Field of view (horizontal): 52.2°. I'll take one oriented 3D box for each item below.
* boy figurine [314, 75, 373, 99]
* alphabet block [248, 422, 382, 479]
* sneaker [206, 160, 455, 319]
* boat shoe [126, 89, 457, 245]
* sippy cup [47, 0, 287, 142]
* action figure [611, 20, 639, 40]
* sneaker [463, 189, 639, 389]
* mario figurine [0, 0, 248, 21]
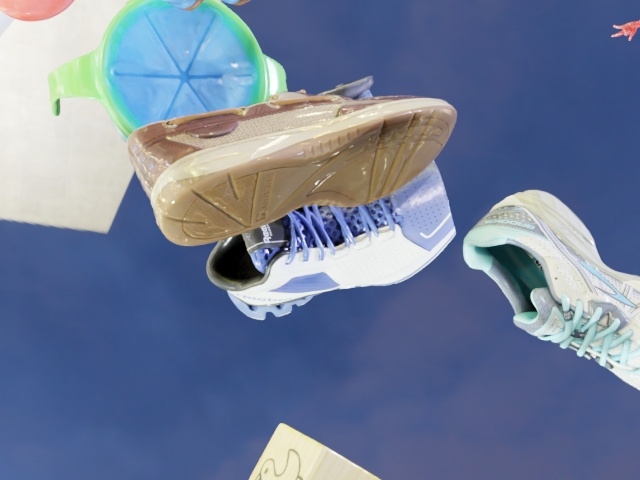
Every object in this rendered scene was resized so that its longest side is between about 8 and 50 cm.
[{"bbox_3d":[0.067,-0.099,0.997,0.092,0.177,0.285,-34,-68,-40],"label":"boy figurine"},{"bbox_3d":[-0.019,0.508,1.290,0.193,0.192,0.197,38,-109,-27],"label":"alphabet block"},{"bbox_3d":[-0.001,0.000,0.765,0.316,0.127,0.182,-24,-18,12],"label":"sneaker"},{"bbox_3d":[-0.016,-0.100,0.632,0.342,0.123,0.123,-20,-31,-29],"label":"boat shoe"},{"bbox_3d":[-0.224,-0.221,0.980,0.306,0.224,0.240,32,-104,-20],"label":"sippy cup"},{"bbox_3d":[0.487,-0.336,0.888,0.139,0.091,0.280,-16,-34,12],"label":"action figure"},{"bbox_3d":[0.250,0.074,0.628,0.122,0.283,0.110,-23,-34,-38],"label":"sneaker"},{"bbox_3d":[-0.173,-0.285,0.555,0.198,0.320,0.170,-35,-93,26],"label":"mario figurine"}]
